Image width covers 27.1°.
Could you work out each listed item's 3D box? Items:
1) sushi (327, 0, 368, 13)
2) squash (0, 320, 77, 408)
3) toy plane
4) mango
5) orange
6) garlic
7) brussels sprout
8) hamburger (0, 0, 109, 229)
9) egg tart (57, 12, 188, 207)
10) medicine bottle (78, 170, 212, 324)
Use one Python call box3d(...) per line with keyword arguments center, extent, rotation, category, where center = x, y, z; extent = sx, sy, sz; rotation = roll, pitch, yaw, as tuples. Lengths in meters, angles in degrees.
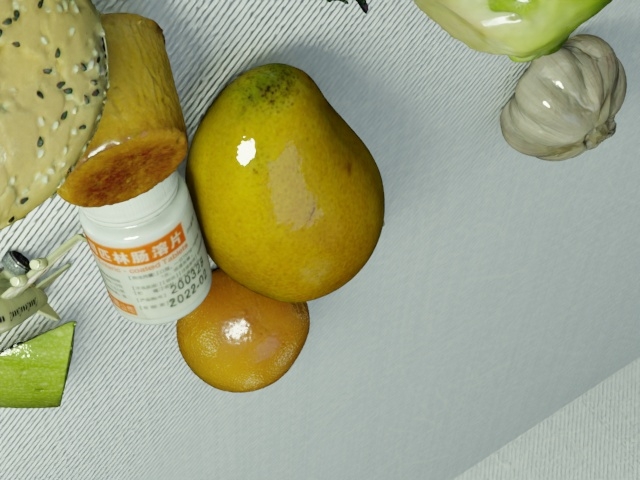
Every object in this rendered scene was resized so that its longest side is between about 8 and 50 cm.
box3d(center=(0.019, -0.337, 1.546), extent=(0.149, 0.140, 0.287), rotation=(-49, 151, 1), category="sushi")
box3d(center=(-0.399, 0.200, 1.801), extent=(0.184, 0.085, 0.192), rotation=(-28, 168, -18), category="squash")
box3d(center=(-0.395, 0.076, 1.649), extent=(0.242, 0.104, 0.256), rotation=(-44, 166, 9), category="toy plane")
box3d(center=(-0.050, -0.072, 1.768), extent=(0.264, 0.221, 0.378), rotation=(-31, 140, -11), category="mango")
box3d(center=(-0.115, 0.127, 1.985), extent=(0.206, 0.206, 0.206), rotation=(-30, 150, -20), category="orange")
box3d(center=(0.408, -0.224, 2.178), extent=(0.228, 0.152, 0.228), rotation=(-25, 146, -18), category="garlic")
box3d(center=(0.261, -0.405, 1.558), extent=(0.371, 0.276, 0.315), rotation=(-62, -166, -11), category="brussels sprout")
box3d(center=(-0.342, -0.159, 1.241), extent=(0.277, 0.195, 0.318), rotation=(10, 95, -54), category="hamburger")
box3d(center=(-0.250, -0.140, 1.467), extent=(0.215, 0.171, 0.215), rotation=(-24, 161, -9), category="egg tart")
box3d(center=(-0.224, -0.022, 1.653), extent=(0.144, 0.144, 0.252), rotation=(-30, 138, -20), category="medicine bottle")
